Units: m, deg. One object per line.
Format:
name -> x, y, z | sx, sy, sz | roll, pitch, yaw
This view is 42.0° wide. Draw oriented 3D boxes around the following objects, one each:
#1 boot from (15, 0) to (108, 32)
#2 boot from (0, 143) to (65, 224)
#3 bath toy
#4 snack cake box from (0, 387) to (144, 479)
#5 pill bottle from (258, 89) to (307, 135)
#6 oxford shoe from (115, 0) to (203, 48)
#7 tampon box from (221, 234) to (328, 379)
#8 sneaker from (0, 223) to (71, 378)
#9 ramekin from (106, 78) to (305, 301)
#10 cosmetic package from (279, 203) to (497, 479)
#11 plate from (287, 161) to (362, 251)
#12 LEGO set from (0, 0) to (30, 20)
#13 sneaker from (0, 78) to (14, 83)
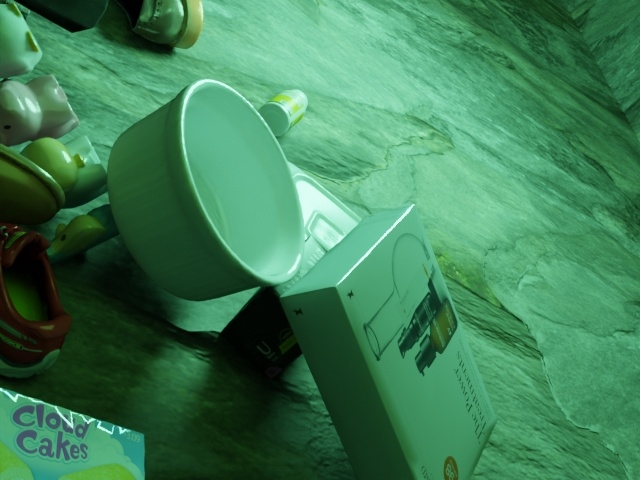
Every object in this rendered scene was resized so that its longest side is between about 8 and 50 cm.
boot -> -0.447, -0.553, 1.162 | 0.445, 0.367, 0.146 | 27, 7, -27
boot -> -0.399, -0.006, 0.794 | 0.283, 0.109, 0.220 | 20, 49, -28
bath toy -> -0.373, -0.141, 1.058 | 0.129, 0.151, 0.348 | -28, 81, -9
snack cake box -> -0.292, 0.228, 0.772 | 0.264, 0.089, 0.152 | 31, 36, -39
pill bottle -> -0.066, -0.242, 1.554 | 0.065, 0.065, 0.116 | 44, 34, -3
oxford shoe -> -0.327, -0.507, 1.499 | 0.132, 0.130, 0.364 | -2, 56, -41
tampon box -> -0.040, 0.094, 1.188 | 0.101, 0.120, 0.161 | 44, 35, -3
sneaker -> -0.351, 0.014, 0.940 | 0.107, 0.118, 0.279 | -10, 63, -52
ramekin -> -0.146, -0.055, 1.080 | 0.277, 0.135, 0.277 | 46, 33, -42
cosmetic package -> 0.111, 0.175, 1.160 | 0.284, 0.097, 0.377 | -41, 113, -53
plate -> 0.000, 0.000, 1.396 | 0.277, 0.045, 0.278 | 40, 35, -10
LEGO set -> -0.540, -0.359, 1.178 | 0.244, 0.060, 0.182 | 29, 13, -25
sneaker -> -0.442, -0.195, 1.132 | 0.031, 0.035, 0.083 | 32, 37, -18
